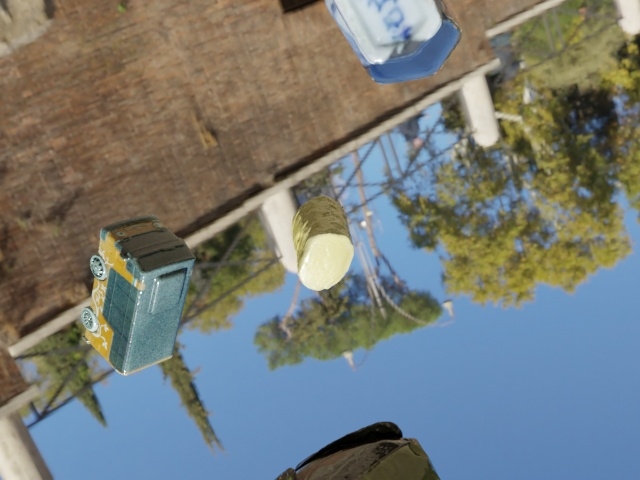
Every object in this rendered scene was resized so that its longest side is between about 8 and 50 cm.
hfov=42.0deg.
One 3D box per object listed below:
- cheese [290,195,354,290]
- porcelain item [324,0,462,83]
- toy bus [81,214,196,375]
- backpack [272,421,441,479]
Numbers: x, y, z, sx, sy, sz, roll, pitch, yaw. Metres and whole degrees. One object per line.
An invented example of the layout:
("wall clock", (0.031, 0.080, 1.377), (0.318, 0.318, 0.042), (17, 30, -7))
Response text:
("cheese", (0.000, 0.000, 1.496), (0.123, 0.094, 0.167), (-57, -161, 22))
("porcelain item", (0.124, -0.382, 1.415), (0.178, 0.242, 0.405), (-30, -175, 15))
("toy bus", (-0.348, 0.105, 1.589), (0.167, 0.275, 0.138), (37, -145, 30))
("backpack", (0.005, 0.307, 0.938), (0.207, 0.140, 0.253), (-20, 170, -43))
